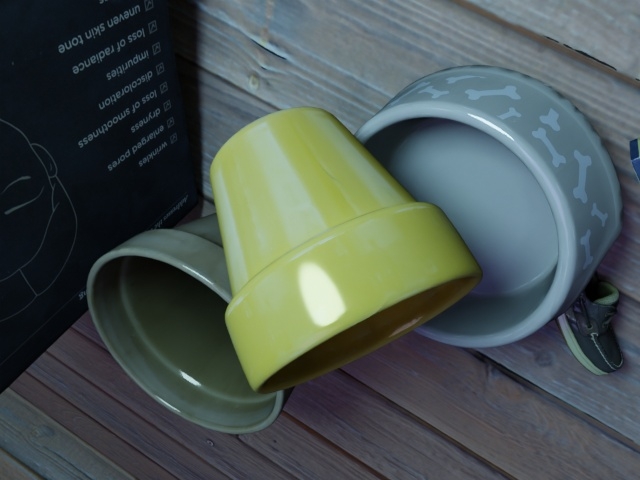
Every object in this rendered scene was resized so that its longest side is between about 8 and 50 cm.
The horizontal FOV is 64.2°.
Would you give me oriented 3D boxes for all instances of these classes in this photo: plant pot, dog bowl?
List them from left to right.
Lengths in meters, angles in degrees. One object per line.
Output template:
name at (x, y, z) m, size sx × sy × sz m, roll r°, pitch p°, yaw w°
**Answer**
plant pot at (-0.132, 0.079, 0.790) m, size 0.323 × 0.280 × 0.323 m, roll 16°, pitch 128°, yaw 21°
plant pot at (0.000, 0.000, 0.550) m, size 0.254 × 0.254 × 0.239 m, roll -47°, pitch 62°, yaw 42°
dog bowl at (0.161, -0.025, 0.622) m, size 0.349 × 0.102 × 0.348 m, roll 22°, pitch 127°, yaw 32°

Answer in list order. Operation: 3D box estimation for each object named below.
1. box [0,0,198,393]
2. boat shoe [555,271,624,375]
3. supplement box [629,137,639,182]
box at (-0.431, -0.124, 0.640) m, size 0.298 × 0.480 × 0.471 m, roll 23°, pitch 141°, yaw 17°
boat shoe at (0.339, 0.077, 0.650) m, size 0.073 × 0.080 × 0.223 m, roll -23°, pitch 103°, yaw 44°
supplement box at (0.383, -0.076, 0.534) m, size 0.083 × 0.056 × 0.083 m, roll -21°, pitch 109°, yaw 38°
